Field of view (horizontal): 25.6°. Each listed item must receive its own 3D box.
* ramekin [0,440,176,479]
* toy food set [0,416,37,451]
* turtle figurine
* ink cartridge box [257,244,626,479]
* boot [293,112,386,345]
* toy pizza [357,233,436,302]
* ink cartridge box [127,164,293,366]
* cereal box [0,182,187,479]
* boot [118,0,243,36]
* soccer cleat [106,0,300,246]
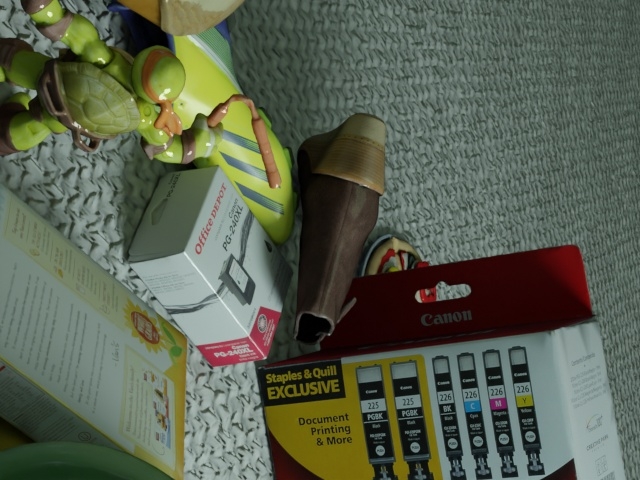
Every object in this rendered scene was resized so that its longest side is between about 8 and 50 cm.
[{"bbox_3d":[-0.143,0.287,0.865,0.148,0.303,0.303,41,47,-59],"label":"ramekin"},{"bbox_3d":[-0.204,0.141,1.011,0.218,0.071,0.128,32,29,-45],"label":"toy food set"},{"bbox_3d":[-0.164,-0.102,1.012,0.269,0.217,0.087,45,55,-42],"label":"turtle figurine"},{"bbox_3d":[0.109,0.159,1.331,0.130,0.309,0.272,-8,87,-61],"label":"ink cartridge box"},{"bbox_3d":[0.000,0.000,1.373,0.248,0.090,0.207,123,-17,-76],"label":"boot"},{"bbox_3d":[0.100,0.091,1.623,0.201,0.032,0.201,27,58,-56],"label":"toy pizza"},{"bbox_3d":[-0.095,0.023,1.261,0.150,0.063,0.109,56,37,-37],"label":"ink cartridge box"},{"bbox_3d":[-0.191,0.064,0.988,0.240,0.047,0.173,43,23,-27],"label":"cereal box"},{"bbox_3d":[-0.177,-0.268,1.103,0.211,0.104,0.295,45,17,15],"label":"boot"},{"bbox_3d":[-0.109,-0.112,1.273,0.121,0.093,0.289,-38,118,-36],"label":"soccer cleat"}]
